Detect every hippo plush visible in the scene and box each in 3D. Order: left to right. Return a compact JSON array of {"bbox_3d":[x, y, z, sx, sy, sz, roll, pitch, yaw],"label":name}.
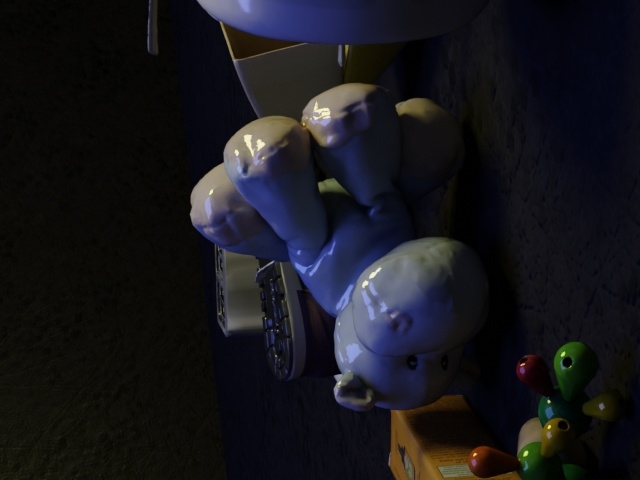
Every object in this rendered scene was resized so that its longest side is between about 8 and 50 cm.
[{"bbox_3d":[0.021,0.033,1.302,0.294,0.234,0.236,118,141,-46],"label":"hippo plush"}]

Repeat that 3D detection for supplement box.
[{"bbox_3d":[0.118,0.209,1.280,0.233,0.080,0.078,-126,35,-68],"label":"supplement box"}]

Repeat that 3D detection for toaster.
[{"bbox_3d":[-0.105,0.063,2.367,0.186,0.110,0.168,-136,42,-75],"label":"toaster"}]

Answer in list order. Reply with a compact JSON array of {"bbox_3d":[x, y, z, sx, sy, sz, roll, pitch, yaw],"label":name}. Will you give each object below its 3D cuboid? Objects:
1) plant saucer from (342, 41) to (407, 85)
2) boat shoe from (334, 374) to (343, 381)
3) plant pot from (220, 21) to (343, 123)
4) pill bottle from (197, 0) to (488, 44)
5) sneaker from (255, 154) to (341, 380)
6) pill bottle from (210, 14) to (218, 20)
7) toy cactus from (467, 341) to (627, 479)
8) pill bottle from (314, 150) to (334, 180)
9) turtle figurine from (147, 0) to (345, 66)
[{"bbox_3d":[0.047,-0.357,1.475,0.333,0.081,0.333,100,163,-54],"label":"plant saucer"},{"bbox_3d":[0.028,0.089,1.692,0.267,0.096,0.088,-128,42,-69],"label":"boat shoe"},{"bbox_3d":[-0.032,-0.171,1.486,0.109,0.109,0.096,-110,8,-57],"label":"plant pot"},{"bbox_3d":[0.020,-0.360,1.037,0.229,0.229,0.407,-113,23,-62],"label":"pill bottle"},{"bbox_3d":[0.000,0.000,1.556,0.107,0.124,0.283,163,103,-71],"label":"sneaker"},{"bbox_3d":[-0.074,-0.316,1.591,0.221,0.121,0.121,118,147,-71],"label":"pill bottle"},{"bbox_3d":[0.157,0.171,1.031,0.180,0.112,0.219,-95,-5,-79],"label":"toy cactus"},{"bbox_3d":[0.027,-0.100,1.626,0.169,0.094,0.094,151,115,-79],"label":"pill bottle"},{"bbox_3d":[-0.067,-0.283,1.286,0.274,0.198,0.266,-57,-29,-1],"label":"turtle figurine"}]
